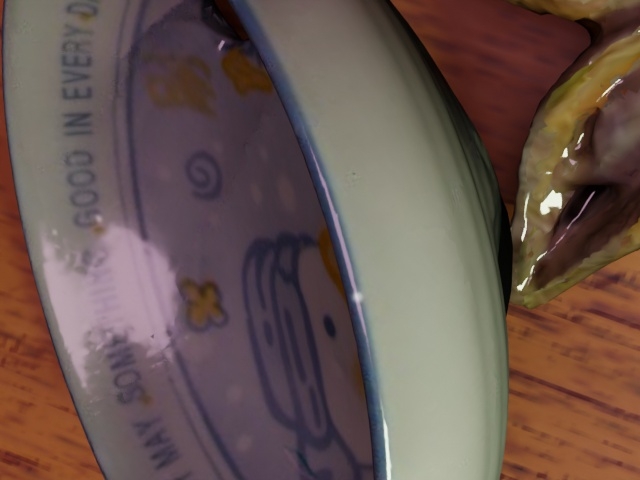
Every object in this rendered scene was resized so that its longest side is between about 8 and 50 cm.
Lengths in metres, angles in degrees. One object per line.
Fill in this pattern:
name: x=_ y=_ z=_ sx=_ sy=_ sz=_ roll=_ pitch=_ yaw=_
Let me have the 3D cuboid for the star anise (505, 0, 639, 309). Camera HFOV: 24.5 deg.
star anise: x=0.177 y=-0.101 z=0.485 sx=0.292 sy=0.109 sz=0.349 roll=46 pitch=118 yaw=-1

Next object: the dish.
dish: x=0.000 y=0.000 z=0.505 sx=0.134 sy=0.273 sz=0.273 roll=-18 pitch=90 yaw=-27
